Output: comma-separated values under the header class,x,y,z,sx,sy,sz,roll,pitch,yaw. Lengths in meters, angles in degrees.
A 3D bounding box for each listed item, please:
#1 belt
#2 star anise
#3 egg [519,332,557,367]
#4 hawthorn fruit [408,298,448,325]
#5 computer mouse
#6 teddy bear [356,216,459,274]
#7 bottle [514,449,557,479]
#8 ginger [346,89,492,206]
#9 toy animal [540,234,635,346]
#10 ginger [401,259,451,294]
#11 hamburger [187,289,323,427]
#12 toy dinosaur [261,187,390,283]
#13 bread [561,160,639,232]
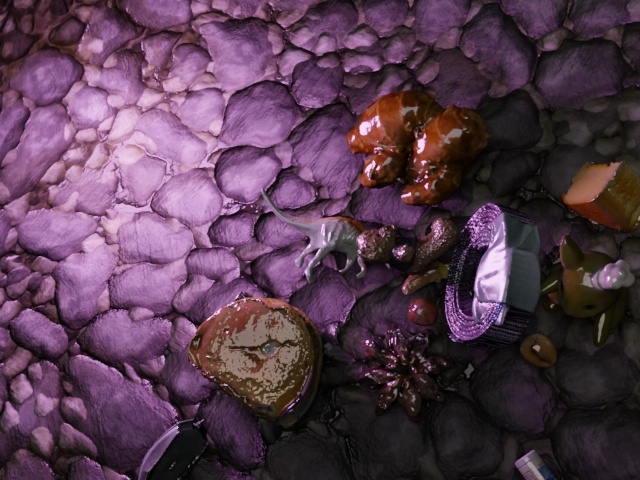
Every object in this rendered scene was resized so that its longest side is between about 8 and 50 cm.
class,x,y,z,sx,sy,sz,roll,pitch,yaw
belt,0.384,0.080,1.620,0.122,0.260,0.325,17,79,-17
star anise,0.190,0.306,1.691,0.236,0.109,0.223,7,80,16
egg,0.493,0.249,1.637,0.071,0.071,0.083,-44,82,0
hawthorn fruit,0.259,0.181,1.737,0.103,0.067,0.067,33,84,-5
computer mouse,-0.368,0.522,1.781,0.071,0.126,0.231,35,90,43
teddy bear,0.212,0.019,1.734,0.251,0.182,0.129,-5,95,-1
bottle,0.501,0.554,1.549,0.060,0.060,0.217,-35,67,4
ginger,0.228,-0.237,1.823,0.357,0.152,0.274,26,102,22
toy animal,0.551,0.103,1.523,0.181,0.363,0.180,33,99,25
ginger,0.257,0.086,1.769,0.137,0.044,0.057,-26,86,9
hamburger,-0.137,0.272,1.745,0.318,0.195,0.277,34,82,20
toy dinosaur,0.000,0.000,1.831,0.393,0.092,0.205,40,78,20
bread,0.664,-0.108,1.705,0.140,0.169,0.160,-56,27,-6
